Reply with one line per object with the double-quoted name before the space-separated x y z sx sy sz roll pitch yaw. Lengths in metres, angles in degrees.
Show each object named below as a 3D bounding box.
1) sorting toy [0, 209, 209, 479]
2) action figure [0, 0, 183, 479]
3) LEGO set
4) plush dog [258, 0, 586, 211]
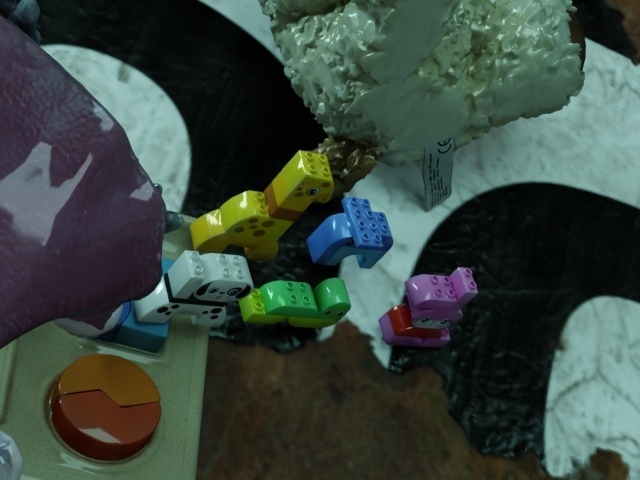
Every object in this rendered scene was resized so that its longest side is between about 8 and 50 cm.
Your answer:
"sorting toy" -0.210 0.043 0.900 0.307 0.041 0.229 16 52 -16
"action figure" -0.249 0.046 0.729 0.248 0.276 0.370 42 66 -4
"LEGO set" 0.000 0.000 0.975 0.227 0.093 0.087 6 53 -34
"plush dog" 0.026 -0.164 1.103 0.262 0.210 0.225 25 28 -45
